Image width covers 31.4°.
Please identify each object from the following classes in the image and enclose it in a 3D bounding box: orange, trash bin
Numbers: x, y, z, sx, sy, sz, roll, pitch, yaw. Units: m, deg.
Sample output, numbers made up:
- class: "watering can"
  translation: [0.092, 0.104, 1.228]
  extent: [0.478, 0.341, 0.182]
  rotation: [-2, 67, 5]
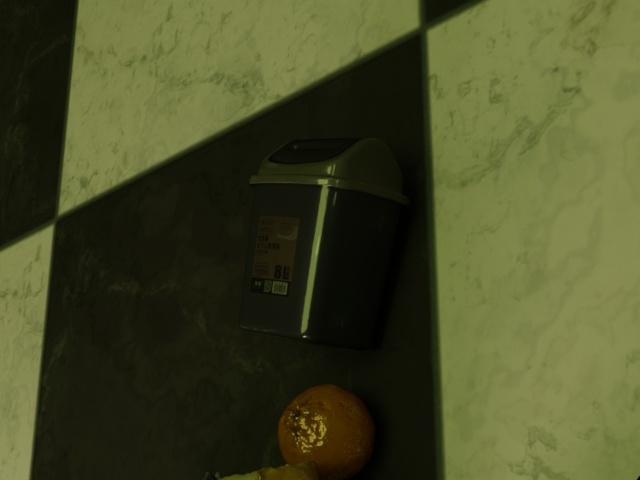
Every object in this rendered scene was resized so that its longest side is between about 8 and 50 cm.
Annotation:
- class: "orange"
  translation: [0.004, 0.259, 1.524]
  extent: [0.135, 0.118, 0.135]
  rotation: [-28, 56, 50]
- class: "trash bin"
  translation: [0.000, 0.000, 1.593]
  extent: [0.209, 0.182, 0.290]
  rotation: [5, 84, 48]

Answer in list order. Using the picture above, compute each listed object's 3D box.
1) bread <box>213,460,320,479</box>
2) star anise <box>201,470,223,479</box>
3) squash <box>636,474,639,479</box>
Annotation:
- class: "bread"
  translation: [-0.057, 0.477, 1.415]
  extent: [0.236, 0.165, 0.375]
  rotation: [-26, 71, 49]
- class: "star anise"
  translation: [-0.164, 0.438, 1.637]
  extent: [0.229, 0.093, 0.236]
  rotation: [-48, 25, 7]
- class: "squash"
  translation: [0.360, 0.294, 1.072]
  extent: [0.193, 0.156, 0.193]
  rotation: [-158, 90, -83]
